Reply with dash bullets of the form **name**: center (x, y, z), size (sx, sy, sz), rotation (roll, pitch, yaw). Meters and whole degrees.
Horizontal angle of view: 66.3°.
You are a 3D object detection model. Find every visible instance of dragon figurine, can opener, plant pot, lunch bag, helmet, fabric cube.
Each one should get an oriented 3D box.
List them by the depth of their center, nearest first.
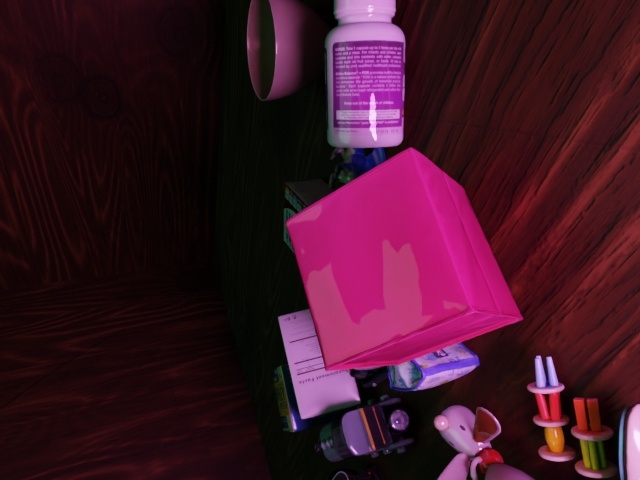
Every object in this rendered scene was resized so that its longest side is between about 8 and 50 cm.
- **fabric cube**: center (0.138, 0.049, 0.816), size (0.254, 0.259, 0.258), rotation (-30, 65, 27)
- **lunch bag**: center (0.217, 0.246, 0.969), size (0.151, 0.129, 0.096), rotation (153, 107, -69)
- **dragon figurine**: center (0.101, -0.186, 1.175), size (0.085, 0.144, 0.289), rotation (118, 158, -59)
- **can opener**: center (0.149, 0.348, 1.281), size (0.186, 0.073, 0.059), rotation (-41, 50, 54)
- **plant pot**: center (-0.077, -0.537, 1.365), size (0.284, 0.191, 0.284), rotation (173, 90, -69)
- **helmet**: center (0.095, 0.728, 1.403), size (0.161, 0.169, 0.169), rotation (-55, 45, 38)

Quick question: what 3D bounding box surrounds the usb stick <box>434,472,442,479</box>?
- **usb stick**: center (0.263, 0.632, 1.099), size (0.077, 0.045, 0.278), rotation (-129, 37, -52)

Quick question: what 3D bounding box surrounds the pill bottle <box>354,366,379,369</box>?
- **pill bottle**: center (0.109, 0.202, 1.225), size (0.121, 0.121, 0.216), rotation (116, 148, -55)

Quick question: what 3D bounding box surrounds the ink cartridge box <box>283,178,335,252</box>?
- **ink cartridge box**: center (0.000, 0.000, 1.439), size (0.309, 0.130, 0.272), rotation (-132, 39, -55)

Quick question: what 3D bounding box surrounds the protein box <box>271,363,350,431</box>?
- **protein box**: center (-0.033, 0.495, 1.594), size (0.136, 0.200, 0.201), rotation (131, 128, -62)

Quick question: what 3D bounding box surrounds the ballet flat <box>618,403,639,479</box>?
- **ballet flat**: center (0.409, 0.322, 0.596), size (0.086, 0.086, 0.248), rotation (-157, 60, -66)

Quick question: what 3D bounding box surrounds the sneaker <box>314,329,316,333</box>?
- **sneaker**: center (0.116, 0.155, 1.114), size (0.147, 0.296, 0.104), rotation (46, 140, -6)

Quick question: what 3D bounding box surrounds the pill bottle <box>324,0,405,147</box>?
- **pill bottle**: center (0.093, -0.352, 1.027), size (0.169, 0.169, 0.301), rotation (-147, 52, -63)

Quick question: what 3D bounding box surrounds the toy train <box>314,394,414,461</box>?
- **toy train**: center (0.102, 0.494, 1.262), size (0.334, 0.190, 0.142), rotation (122, 136, -59)

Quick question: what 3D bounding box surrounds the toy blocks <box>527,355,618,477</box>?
- **toy blocks**: center (0.358, 0.247, 0.710), size (0.123, 0.054, 0.148), rotation (164, 98, -69)

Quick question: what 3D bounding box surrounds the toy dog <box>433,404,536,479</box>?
- **toy dog**: center (0.253, 0.377, 0.752), size (0.334, 0.161, 0.220), rotation (-2, 66, 64)

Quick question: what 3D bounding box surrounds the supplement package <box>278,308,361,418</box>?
- **supplement package**: center (-0.003, 0.359, 1.453), size (0.177, 0.175, 0.293), rotation (86, 170, -71)
